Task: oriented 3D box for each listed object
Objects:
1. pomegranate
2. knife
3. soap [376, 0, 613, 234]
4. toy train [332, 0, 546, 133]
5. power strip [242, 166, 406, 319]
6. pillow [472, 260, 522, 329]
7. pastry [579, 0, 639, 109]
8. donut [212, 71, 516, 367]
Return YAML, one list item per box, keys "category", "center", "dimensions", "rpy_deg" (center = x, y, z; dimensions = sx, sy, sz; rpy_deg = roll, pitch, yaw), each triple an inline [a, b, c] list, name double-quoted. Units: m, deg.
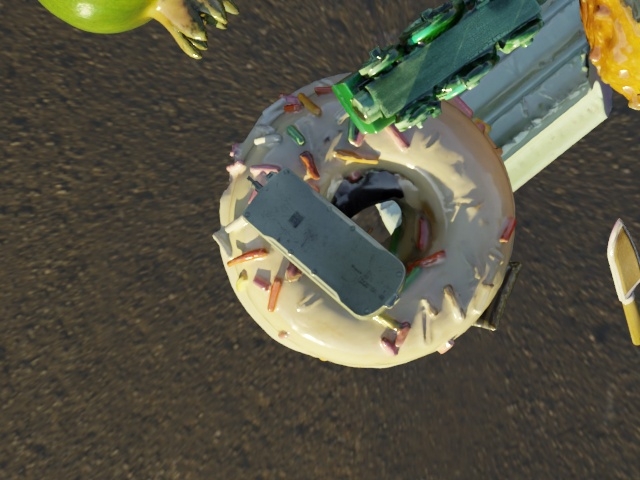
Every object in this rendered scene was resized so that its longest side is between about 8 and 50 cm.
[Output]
- category: "pomegranate"
  center: [-0.305, -0.397, 1.763]
  dimensions: [0.358, 0.310, 0.216]
  rpy_deg: [45, 79, -4]
- category: "knife"
  center: [0.397, 0.054, 1.540]
  dimensions: [0.046, 0.256, 0.022]
  rpy_deg: [-43, 49, -12]
- category: "soap"
  center: [0.246, -0.216, 1.740]
  dimensions: [0.446, 0.156, 0.261]
  rpy_deg: [-41, 56, 21]
- category: "toy train"
  center: [0.096, -0.148, 0.936]
  dimensions: [0.178, 0.104, 0.071]
  rpy_deg: [-35, 99, -6]
- category: "power strip"
  center: [0.000, 0.000, 1.333]
  dimensions: [0.227, 0.029, 0.080]
  rpy_deg: [41, 84, 15]
- category: "pillow"
  center: [0.166, 0.062, 1.643]
  dimensions: [0.203, 0.038, 0.113]
  rpy_deg: [10, 58, 29]
- category: "pastry"
  center: [0.430, -0.338, 1.373]
  dimensions: [0.292, 0.337, 0.405]
  rpy_deg: [-8, 98, 10]
- category: "donut"
  center: [0.064, -0.024, 1.454]
  dimensions: [0.383, 0.142, 0.382]
  rpy_deg: [-1, 95, -7]
